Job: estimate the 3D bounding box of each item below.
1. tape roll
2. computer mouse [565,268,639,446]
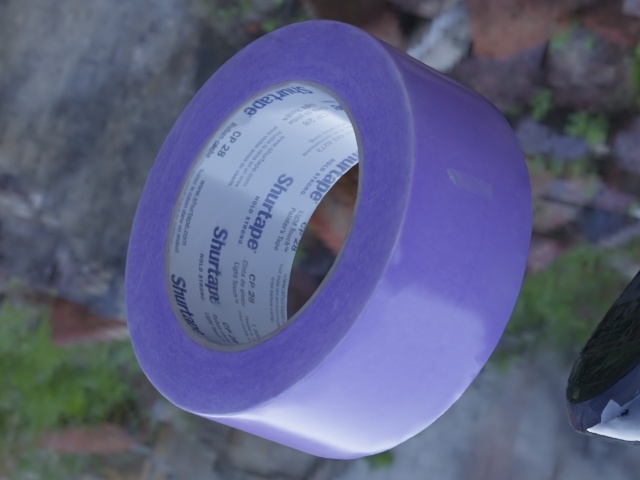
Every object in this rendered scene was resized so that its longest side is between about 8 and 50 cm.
[{"bbox_3d":[0.000,0.000,0.896,0.080,0.189,0.189,23,164,-39],"label":"tape roll"},{"bbox_3d":[0.217,-0.001,0.898,0.072,0.272,0.188,42,163,-8],"label":"computer mouse"}]
